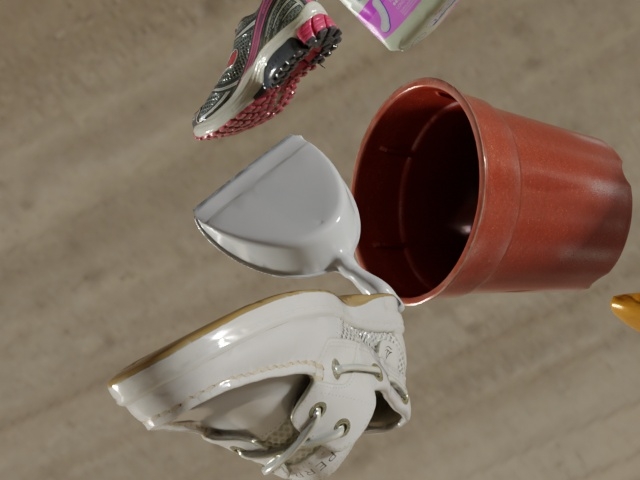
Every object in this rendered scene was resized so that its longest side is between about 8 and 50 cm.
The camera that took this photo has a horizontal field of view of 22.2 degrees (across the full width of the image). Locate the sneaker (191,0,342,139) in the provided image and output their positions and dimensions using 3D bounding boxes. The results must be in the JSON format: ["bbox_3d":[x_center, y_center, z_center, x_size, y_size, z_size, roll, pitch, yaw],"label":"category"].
[{"bbox_3d":[-0.085,-0.239,2.219,0.121,0.112,0.299,-20,162,-47],"label":"sneaker"}]

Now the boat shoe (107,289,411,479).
[{"bbox_3d":[-0.012,0.086,0.903,0.098,0.277,0.096,-25,-100,26],"label":"boat shoe"}]

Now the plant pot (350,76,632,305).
[{"bbox_3d":[0.219,-0.047,1.996,0.272,0.265,0.272,-14,-106,56],"label":"plant pot"}]

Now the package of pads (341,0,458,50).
[{"bbox_3d":[0.069,-0.398,1.947,0.101,0.296,0.229,-38,173,-49],"label":"package of pads"}]

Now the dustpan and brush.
[{"bbox_3d":[0.000,0.000,1.547,0.147,0.060,0.211,-39,-128,-23],"label":"dustpan and brush"}]

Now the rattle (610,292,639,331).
[{"bbox_3d":[0.356,0.021,1.324,0.143,0.130,0.199,36,-88,25],"label":"rattle"}]
